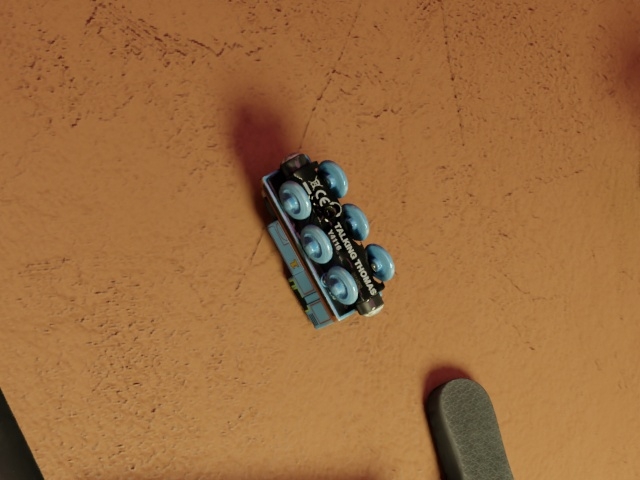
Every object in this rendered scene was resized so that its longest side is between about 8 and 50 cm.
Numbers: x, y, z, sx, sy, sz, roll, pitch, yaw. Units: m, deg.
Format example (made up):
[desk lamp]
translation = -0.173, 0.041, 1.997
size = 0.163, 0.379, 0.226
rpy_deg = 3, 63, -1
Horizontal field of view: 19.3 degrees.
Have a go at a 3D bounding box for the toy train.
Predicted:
[toy train]
translation = 0.000, 0.000, 1.915
size = 0.080, 0.105, 0.184
rpy_deg = -30, 92, -34

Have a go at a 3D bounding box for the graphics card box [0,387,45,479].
[graphics card box]
translation = -0.339, 0.174, 1.629
size = 0.094, 0.233, 0.371
rpy_deg = -25, 90, -29

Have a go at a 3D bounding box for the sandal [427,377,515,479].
[sandal]
translation = 0.164, 0.272, 1.966
size = 0.097, 0.054, 0.254
rpy_deg = 6, 65, -33
